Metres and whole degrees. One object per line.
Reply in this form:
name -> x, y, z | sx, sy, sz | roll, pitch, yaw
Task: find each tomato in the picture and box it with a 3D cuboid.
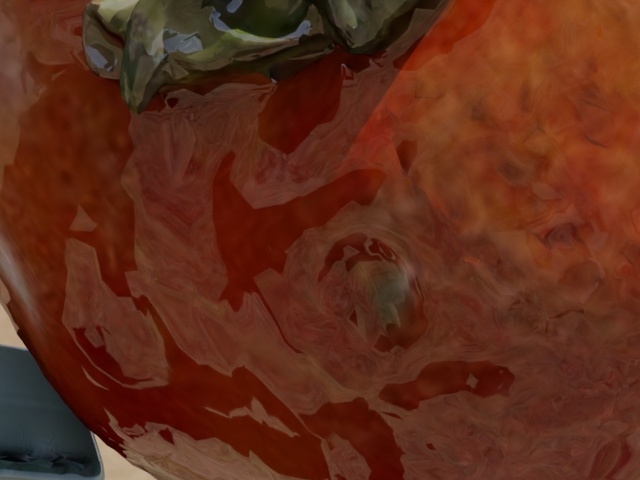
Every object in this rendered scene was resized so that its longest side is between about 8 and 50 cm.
tomato -> 0.058, -0.083, 0.447 | 0.293, 0.325, 0.290 | 50, 23, 19

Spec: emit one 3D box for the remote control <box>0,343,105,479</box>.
remote control -> -0.201, 0.060, 0.366 | 0.344, 0.145, 0.050 | 15, 38, -51
